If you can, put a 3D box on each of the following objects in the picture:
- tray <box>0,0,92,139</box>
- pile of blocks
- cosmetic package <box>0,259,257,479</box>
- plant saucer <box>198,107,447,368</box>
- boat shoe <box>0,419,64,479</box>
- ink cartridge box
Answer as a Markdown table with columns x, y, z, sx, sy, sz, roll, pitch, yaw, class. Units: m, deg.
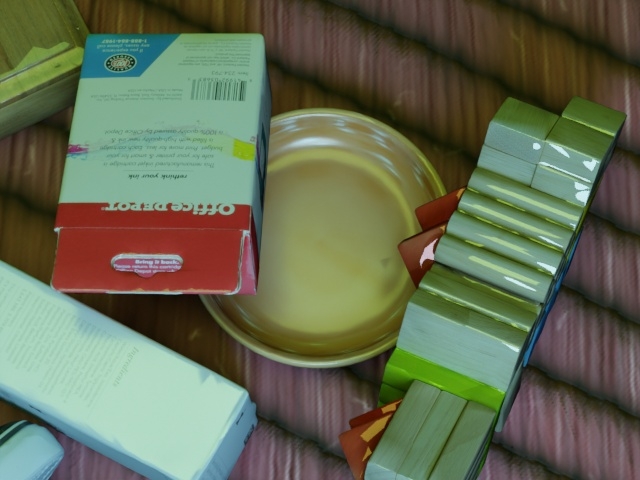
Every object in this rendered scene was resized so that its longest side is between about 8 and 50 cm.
| x | y | z | sx | sy | sz | roll | pitch | yaw | class |
| --- | --- | --- | --- | --- | --- | --- | --- | --- | --- |
| -0.343 | -0.261 | 1.416 | 0.203 | 0.076 | 0.411 | -26 | 76 | -6 | tray |
| 0.099 | 0.051 | 1.285 | 0.112 | 0.149 | 0.362 | 22 | 71 | 12 | pile of blocks |
| -0.165 | 0.099 | 1.290 | 0.231 | 0.117 | 0.085 | 28 | 77 | 10 | cosmetic package |
| 0.000 | 0.000 | 1.353 | 0.200 | 0.037 | 0.200 | 0 | 74 | 0 | plant saucer |
| -0.336 | 0.218 | 1.257 | 0.335 | 0.121 | 0.119 | -38 | 80 | -7 | boat shoe |
| -0.108 | -0.038 | 1.277 | 0.134 | 0.078 | 0.231 | 1 | 53 | 4 | ink cartridge box |
